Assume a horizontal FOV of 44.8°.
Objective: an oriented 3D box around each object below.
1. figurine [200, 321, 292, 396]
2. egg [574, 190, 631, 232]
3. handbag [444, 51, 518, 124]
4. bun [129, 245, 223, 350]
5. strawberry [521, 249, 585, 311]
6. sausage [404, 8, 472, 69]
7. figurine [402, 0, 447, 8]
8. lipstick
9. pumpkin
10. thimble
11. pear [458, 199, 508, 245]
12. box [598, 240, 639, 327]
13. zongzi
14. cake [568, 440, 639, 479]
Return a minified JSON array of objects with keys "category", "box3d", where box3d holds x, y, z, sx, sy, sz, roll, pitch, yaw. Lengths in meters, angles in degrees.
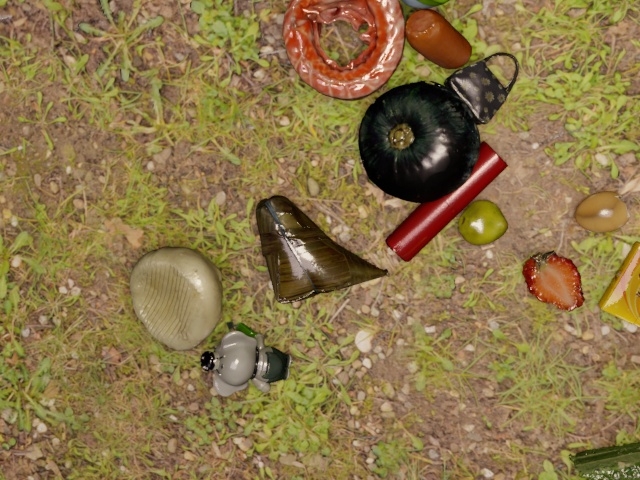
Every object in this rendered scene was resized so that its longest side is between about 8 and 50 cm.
[{"category":"figurine","box3d":[-0.157,0.254,1.619,0.193,0.126,0.147,10,92,-27]},{"category":"egg","box3d":[0.540,-0.053,1.490,0.097,0.080,0.080,-18,99,7]},{"category":"handbag","box3d":[0.320,-0.301,1.480,0.139,0.072,0.115,-40,96,-1]},{"category":"bun","box3d":[-0.285,0.106,1.603,0.231,0.133,0.230,12,115,28]},{"category":"strawberry","box3d":[0.464,0.080,1.548,0.104,0.048,0.152,-37,109,6]},{"category":"sausage","box3d":[0.217,-0.362,1.415,0.076,0.198,0.076,-3,83,31]},{"category":"figurine","box3d":[0.143,-0.499,1.319,0.263,0.162,0.143,44,145,14]},{"category":"lipstick","box3d":[0.245,-0.073,1.530,0.073,0.073,0.279,44,103,-3]},{"category":"pumpkin","box3d":[0.181,-0.182,1.450,0.233,0.163,0.232,2,93,30]},{"category":"thimble","box3d":[0.049,-0.381,1.442,0.239,0.162,0.239,2,103,7]},{"category":"pear","box3d":[0.319,-0.032,1.525,0.097,0.092,0.092,19,104,-14]},{"category":"box","box3d":[0.706,0.126,1.525,0.269,0.043,0.152,27,103,1]},{"category":"zongzi","box3d":[0.000,0.000,1.561,0.242,0.112,0.220,-14,99,2]},{"category":"cake","box3d":[0.639,0.473,1.578,0.236,0.100,0.099,-12,100,9]}]
